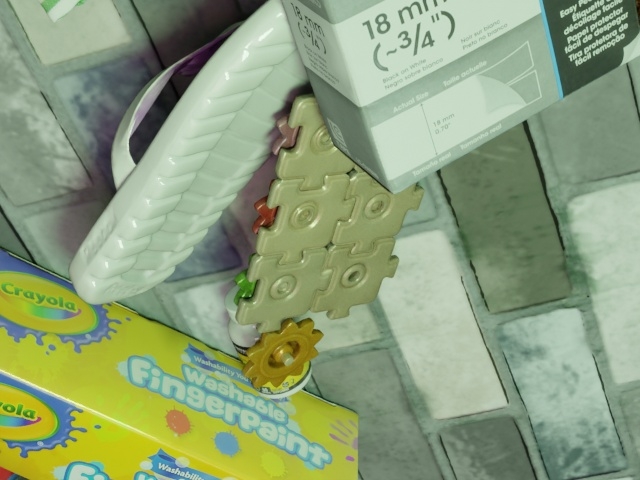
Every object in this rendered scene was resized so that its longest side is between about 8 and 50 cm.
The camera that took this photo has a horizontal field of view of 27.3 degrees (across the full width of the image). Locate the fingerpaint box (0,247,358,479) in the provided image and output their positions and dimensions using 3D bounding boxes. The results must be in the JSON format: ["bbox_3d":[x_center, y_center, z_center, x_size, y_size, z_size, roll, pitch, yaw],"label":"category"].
[{"bbox_3d":[-0.242,0.256,1.389,0.445,0.163,0.371,28,126,-18],"label":"fingerpaint box"}]

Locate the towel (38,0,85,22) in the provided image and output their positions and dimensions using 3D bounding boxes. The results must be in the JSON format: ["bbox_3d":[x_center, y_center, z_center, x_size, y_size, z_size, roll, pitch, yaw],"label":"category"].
[{"bbox_3d":[-0.237,-0.325,0.916,0.325,0.038,0.248,46,138,-15],"label":"towel"}]

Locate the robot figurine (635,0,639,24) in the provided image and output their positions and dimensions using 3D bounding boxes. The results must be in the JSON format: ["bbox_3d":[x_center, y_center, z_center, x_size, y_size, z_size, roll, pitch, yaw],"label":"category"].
[{"bbox_3d":[0.349,-0.273,0.977,0.211,0.085,0.291,9,129,-5],"label":"robot figurine"}]

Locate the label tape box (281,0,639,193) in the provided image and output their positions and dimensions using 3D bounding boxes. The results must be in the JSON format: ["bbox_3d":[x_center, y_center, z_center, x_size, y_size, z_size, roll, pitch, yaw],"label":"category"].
[{"bbox_3d":[0.084,-0.233,0.951,0.241,0.106,0.333,-30,128,-10],"label":"label tape box"}]

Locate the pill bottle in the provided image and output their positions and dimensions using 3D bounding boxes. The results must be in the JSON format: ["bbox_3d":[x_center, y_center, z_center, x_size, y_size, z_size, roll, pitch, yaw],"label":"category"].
[{"bbox_3d":[-0.055,0.097,1.312,0.065,0.065,0.116,-12,126,13],"label":"pill bottle"}]

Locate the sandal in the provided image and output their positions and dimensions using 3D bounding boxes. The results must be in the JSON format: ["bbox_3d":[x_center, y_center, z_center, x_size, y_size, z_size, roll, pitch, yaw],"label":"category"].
[{"bbox_3d":[-0.109,-0.102,1.125,0.102,0.169,0.416,51,118,17],"label":"sandal"}]

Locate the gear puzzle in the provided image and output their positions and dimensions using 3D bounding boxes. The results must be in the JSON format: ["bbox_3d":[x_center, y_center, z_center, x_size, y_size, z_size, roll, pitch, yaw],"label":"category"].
[{"bbox_3d":[0.000,0.000,1.203,0.175,0.044,0.339,-8,130,-34],"label":"gear puzzle"}]
